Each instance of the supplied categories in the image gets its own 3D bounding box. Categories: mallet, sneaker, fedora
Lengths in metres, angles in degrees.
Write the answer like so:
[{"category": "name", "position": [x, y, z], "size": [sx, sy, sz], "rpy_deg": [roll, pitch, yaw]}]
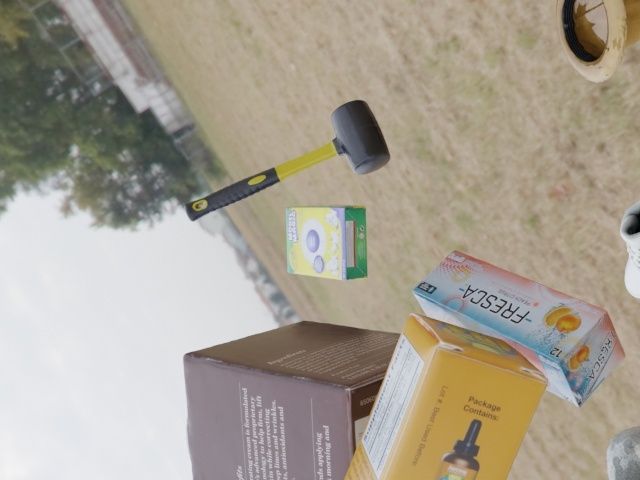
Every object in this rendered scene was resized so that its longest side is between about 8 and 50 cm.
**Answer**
[{"category": "mallet", "position": [-0.028, -0.054, 0.725], "size": [0.062, 0.190, 0.039], "rpy_deg": [60, -179, 18]}, {"category": "sneaker", "position": [0.468, -0.005, 1.172], "size": [0.090, 0.115, 0.232], "rpy_deg": [-126, 30, -44]}, {"category": "fedora", "position": [0.413, -0.323, 1.181], "size": [0.194, 0.079, 0.194], "rpy_deg": [166, 90, -83]}]

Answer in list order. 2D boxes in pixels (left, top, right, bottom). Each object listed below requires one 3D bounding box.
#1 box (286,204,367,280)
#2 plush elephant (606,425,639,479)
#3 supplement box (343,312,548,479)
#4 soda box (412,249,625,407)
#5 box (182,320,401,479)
[{"category": "box", "position": [0.000, 0.000, 1.201], "size": [0.179, 0.043, 0.105], "rpy_deg": [3, 96, 58]}, {"category": "plush elephant", "position": [0.271, 0.393, 0.815], "size": [0.255, 0.272, 0.329], "rpy_deg": [-22, -82, -76]}, {"category": "supplement box", "position": [0.060, 0.170, 0.535], "size": [0.078, 0.233, 0.080], "rpy_deg": [19, -170, -11]}, {"category": "soda box", "position": [0.165, 0.070, 0.704], "size": [0.183, 0.063, 0.058], "rpy_deg": [26, 153, 55]}, {"category": "box", "position": [0.007, 0.176, 0.737], "size": [0.203, 0.167, 0.168], "rpy_deg": [3, 100, 42]}]
